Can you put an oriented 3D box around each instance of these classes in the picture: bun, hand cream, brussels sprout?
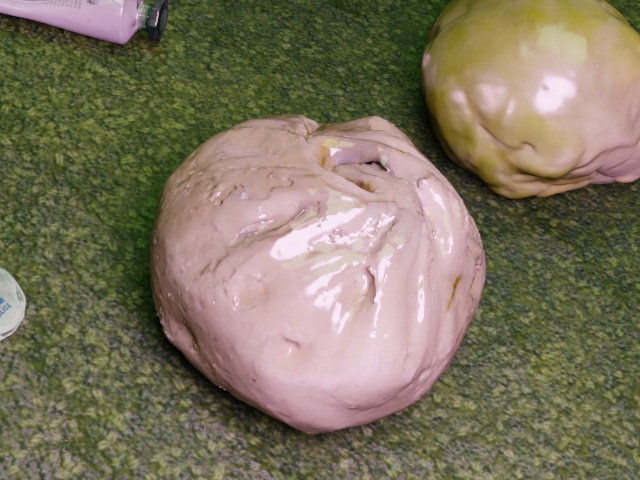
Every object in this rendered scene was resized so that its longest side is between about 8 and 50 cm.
[{"bbox_3d":[0.000,0.000,1.098,0.326,0.234,0.362,16,40,5],"label":"bun"},{"bbox_3d":[-0.350,-0.299,1.384,0.336,0.076,0.121,13,41,4],"label":"hand cream"},{"bbox_3d":[0.256,-0.173,1.332,0.316,0.242,0.274,41,26,15],"label":"brussels sprout"}]

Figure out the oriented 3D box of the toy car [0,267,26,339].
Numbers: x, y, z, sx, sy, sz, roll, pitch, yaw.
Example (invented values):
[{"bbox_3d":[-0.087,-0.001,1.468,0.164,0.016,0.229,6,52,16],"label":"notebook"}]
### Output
[{"bbox_3d":[-0.359,0.028,1.081,0.186,0.058,0.093,30,46,12],"label":"toy car"}]
